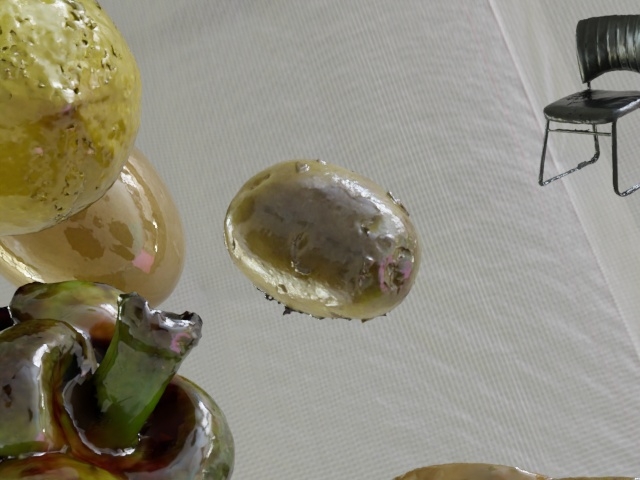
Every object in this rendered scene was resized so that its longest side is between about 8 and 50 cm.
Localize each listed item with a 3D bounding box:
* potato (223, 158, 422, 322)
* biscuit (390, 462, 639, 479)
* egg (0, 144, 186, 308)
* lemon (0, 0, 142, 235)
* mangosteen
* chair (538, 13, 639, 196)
[{"bbox_3d":[0.000,0.000,0.895,0.200,0.081,0.164,22,-95,8],"label":"potato"},{"bbox_3d":[0.217,0.246,0.689,0.375,0.269,0.051,17,-121,-11],"label":"biscuit"},{"bbox_3d":[-0.327,-0.030,1.246,0.322,0.250,0.250,39,-94,-1],"label":"egg"},{"bbox_3d":[-0.308,-0.129,0.859,0.310,0.257,0.258,-5,-112,54],"label":"lemon"},{"bbox_3d":[-0.204,0.190,0.650,0.330,0.330,0.330,-3,-106,12],"label":"mangosteen"},{"bbox_3d":[0.389,-0.191,1.270,0.140,0.145,0.221,13,-60,49],"label":"chair"}]
